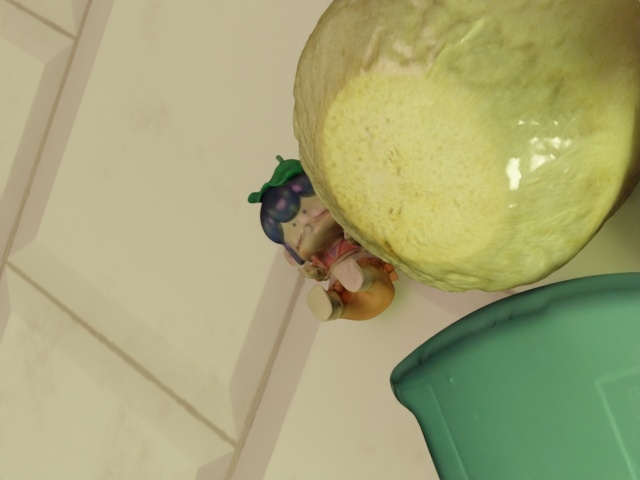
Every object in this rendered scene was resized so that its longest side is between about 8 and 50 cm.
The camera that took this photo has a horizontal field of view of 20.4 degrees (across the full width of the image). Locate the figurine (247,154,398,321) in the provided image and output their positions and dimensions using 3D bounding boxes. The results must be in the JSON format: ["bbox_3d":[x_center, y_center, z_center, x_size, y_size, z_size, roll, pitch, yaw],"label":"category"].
[{"bbox_3d":[0.000,0.000,1.697,0.111,0.102,0.195,-41,58,19],"label":"figurine"}]

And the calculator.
[{"bbox_3d":[0.213,0.159,1.409,0.386,0.054,0.256,-20,92,46],"label":"calculator"}]

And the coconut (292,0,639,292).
[{"bbox_3d":[0.131,-0.121,1.459,0.328,0.328,0.329,-10,76,45],"label":"coconut"}]
